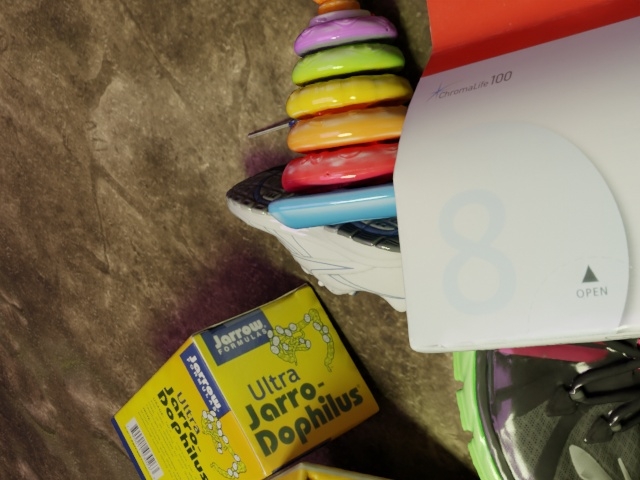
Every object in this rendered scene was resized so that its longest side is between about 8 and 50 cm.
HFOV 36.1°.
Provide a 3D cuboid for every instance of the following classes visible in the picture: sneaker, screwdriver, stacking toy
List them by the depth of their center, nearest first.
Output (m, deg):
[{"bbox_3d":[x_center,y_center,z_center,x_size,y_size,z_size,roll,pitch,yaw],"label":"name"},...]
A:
[{"bbox_3d":[0.230,0.073,0.841,0.202,0.185,0.483,-9,97,44],"label":"sneaker"},{"bbox_3d":[0.027,-0.170,0.991,0.165,0.175,0.302,-7,91,15],"label":"stacking toy"},{"bbox_3d":[0.000,0.000,1.151,0.297,0.111,0.129,24,136,38],"label":"sneaker"},{"bbox_3d":[-0.041,-0.136,1.177,0.025,0.024,0.170,39,155,-21],"label":"screwdriver"}]

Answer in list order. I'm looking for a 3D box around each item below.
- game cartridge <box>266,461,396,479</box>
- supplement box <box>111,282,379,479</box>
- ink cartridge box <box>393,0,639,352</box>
[{"bbox_3d":[0.029,0.367,1.252,0.323,0.285,0.053,-44,35,51],"label":"game cartridge"},{"bbox_3d":[-0.117,0.238,1.347,0.195,0.194,0.356,59,144,10],"label":"supplement box"},{"bbox_3d":[0.193,-0.120,0.713,0.308,0.091,0.385,-10,84,38],"label":"ink cartridge box"}]
